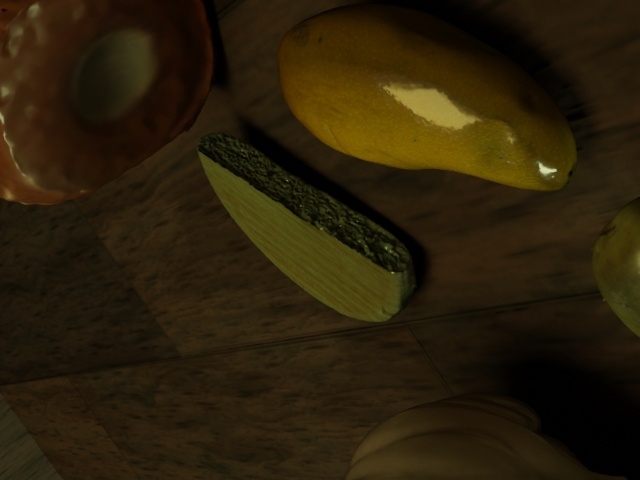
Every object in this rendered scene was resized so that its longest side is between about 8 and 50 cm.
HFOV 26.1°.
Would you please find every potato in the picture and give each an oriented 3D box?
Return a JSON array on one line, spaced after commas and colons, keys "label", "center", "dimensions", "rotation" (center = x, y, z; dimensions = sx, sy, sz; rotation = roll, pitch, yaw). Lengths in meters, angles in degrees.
[{"label": "potato", "center": [0.188, 0.031, 0.622], "dimensions": [0.138, 0.070, 0.091], "rotation": [45, 157, 20]}]

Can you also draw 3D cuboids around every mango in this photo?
[{"label": "mango", "center": [0.047, -0.076, 0.724], "dimensions": [0.190, 0.075, 0.098], "rotation": [25, 160, 39]}]

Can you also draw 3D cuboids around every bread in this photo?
[{"label": "bread", "center": [-0.002, 0.001, 0.969], "dimensions": [0.193, 0.036, 0.112], "rotation": [33, 155, 30]}]

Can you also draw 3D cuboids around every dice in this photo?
[{"label": "dice", "center": [-0.189, -0.147, 0.935], "dimensions": [0.179, 0.175, 0.174], "rotation": [38, 153, 38]}]

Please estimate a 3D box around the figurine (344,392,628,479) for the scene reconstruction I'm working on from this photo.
[{"label": "figurine", "center": [0.151, 0.239, 0.802], "dimensions": [0.361, 0.211, 0.253], "rotation": [37, 138, 17]}]
